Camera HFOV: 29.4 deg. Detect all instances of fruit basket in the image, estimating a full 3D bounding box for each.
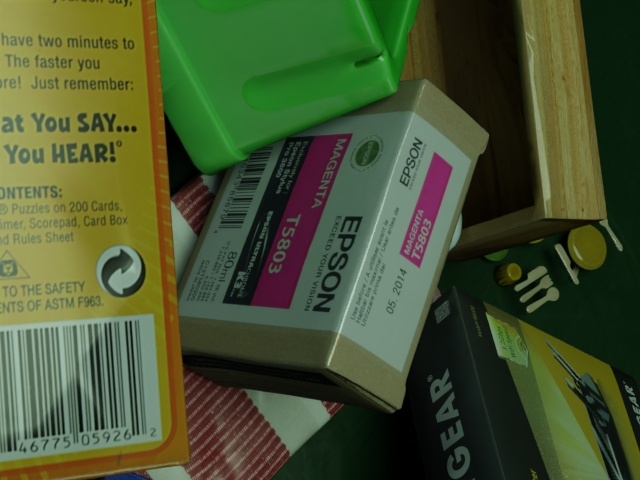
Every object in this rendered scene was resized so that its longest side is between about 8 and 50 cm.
[{"bbox_3d":[-0.111,-0.265,0.967,0.392,0.392,0.283,-55,140,-27],"label":"fruit basket"}]

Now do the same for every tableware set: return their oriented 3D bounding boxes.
[{"bbox_3d":[0.224,0.000,1.208,0.154,0.024,0.104,-31,91,-29],"label":"tableware set"}]

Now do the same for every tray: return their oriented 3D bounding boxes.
[{"bbox_3d":[0.143,-0.200,1.100,0.076,0.203,0.411,0,79,-30],"label":"tray"}]

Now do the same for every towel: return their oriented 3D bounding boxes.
[{"bbox_3d":[-0.064,0.062,1.027,0.329,0.037,0.237,-42,102,-28],"label":"towel"}]

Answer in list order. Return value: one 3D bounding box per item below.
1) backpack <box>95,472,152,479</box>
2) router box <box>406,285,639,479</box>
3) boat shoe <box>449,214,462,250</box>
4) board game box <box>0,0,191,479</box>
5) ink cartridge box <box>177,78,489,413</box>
[{"bbox_3d":[-0.147,0.239,0.904,0.098,0.101,0.120,28,99,-12],"label":"backpack"},{"bbox_3d":[0.199,0.211,1.011,0.243,0.081,0.309,26,35,-31],"label":"router box"},{"bbox_3d":[0.056,-0.068,1.070,0.083,0.065,0.183,15,43,-48],"label":"boat shoe"},{"bbox_3d":[-0.316,-0.040,0.698,0.356,0.356,0.356,-3,88,-29],"label":"board game box"},{"bbox_3d":[0.000,0.000,0.934,0.088,0.193,0.235,36,65,-38],"label":"ink cartridge box"}]
